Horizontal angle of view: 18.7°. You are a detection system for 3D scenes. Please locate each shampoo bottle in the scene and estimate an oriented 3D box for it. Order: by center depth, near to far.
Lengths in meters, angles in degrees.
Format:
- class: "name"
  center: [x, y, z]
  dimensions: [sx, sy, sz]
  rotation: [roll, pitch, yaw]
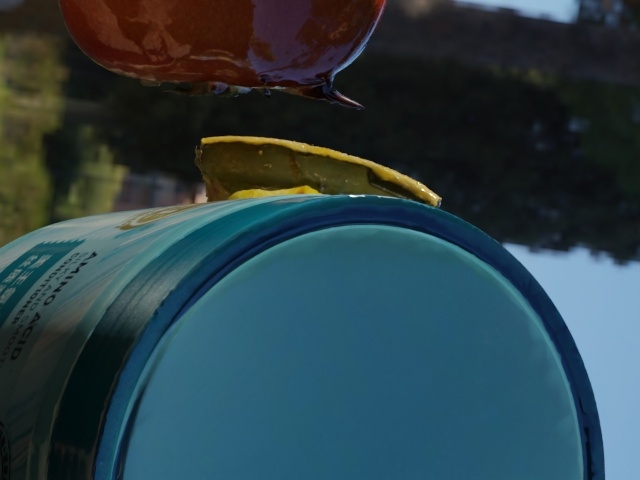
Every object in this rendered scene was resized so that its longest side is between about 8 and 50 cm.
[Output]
- class: "shampoo bottle"
  center: [-0.060, 0.141, 1.179]
  dimensions: [0.342, 0.331, 0.331]
  rotation: [-2, -101, 60]

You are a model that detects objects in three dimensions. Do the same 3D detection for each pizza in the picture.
- class: "pizza"
  center: [-0.006, 0.008, 1.580]
  dimensions: [0.080, 0.204, 0.188]
  rotation: [45, 47, -80]

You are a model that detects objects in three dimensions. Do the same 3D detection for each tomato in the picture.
- class: "tomato"
  center: [-0.073, -0.213, 1.483]
  dimensions: [0.256, 0.255, 0.224]
  rotation: [-102, -159, -75]
